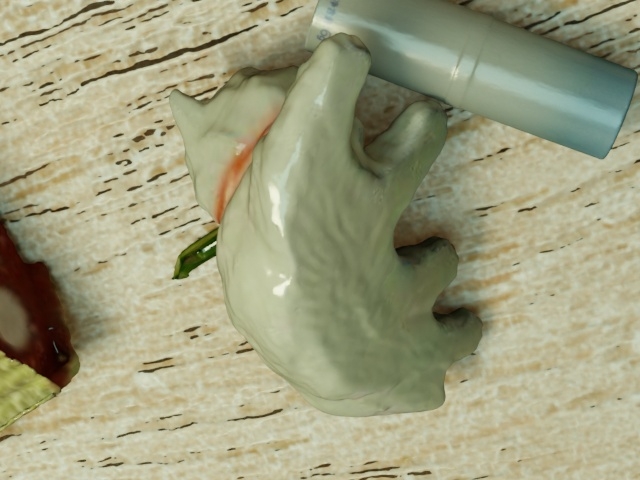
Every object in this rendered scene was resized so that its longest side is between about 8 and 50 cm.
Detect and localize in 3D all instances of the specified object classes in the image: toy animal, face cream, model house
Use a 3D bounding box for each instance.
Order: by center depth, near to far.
[{"bbox_3d":[0.117,-0.140,1.147,0.250,0.077,0.077,21,112,3],"label":"face cream"},{"bbox_3d":[0.000,0.000,1.186,0.188,0.308,0.266,10,82,37],"label":"toy animal"},{"bbox_3d":[-0.338,0.080,1.270,0.196,0.160,0.254,-29,105,19],"label":"model house"}]

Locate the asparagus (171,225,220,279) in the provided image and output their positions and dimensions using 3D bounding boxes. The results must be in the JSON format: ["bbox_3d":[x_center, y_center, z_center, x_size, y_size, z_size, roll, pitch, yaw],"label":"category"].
[{"bbox_3d":[-0.091,0.004,1.266,0.108,0.025,0.021,-31,111,19],"label":"asparagus"}]
